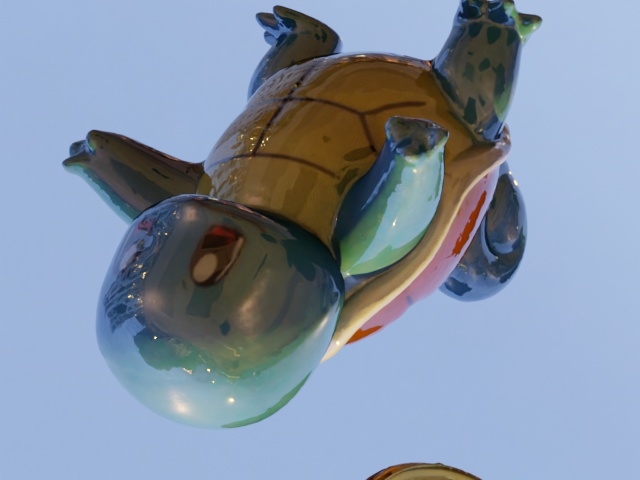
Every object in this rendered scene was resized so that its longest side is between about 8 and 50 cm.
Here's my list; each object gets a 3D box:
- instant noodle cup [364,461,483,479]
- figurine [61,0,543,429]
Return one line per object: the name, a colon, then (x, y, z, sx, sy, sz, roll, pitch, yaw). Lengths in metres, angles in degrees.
instant noodle cup: (0.055, 0.272, 1.460, 0.216, 0.172, 0.216, 15, -127, -20)
figurine: (0.004, -0.040, 1.286, 0.298, 0.243, 0.416, 10, -161, 33)
